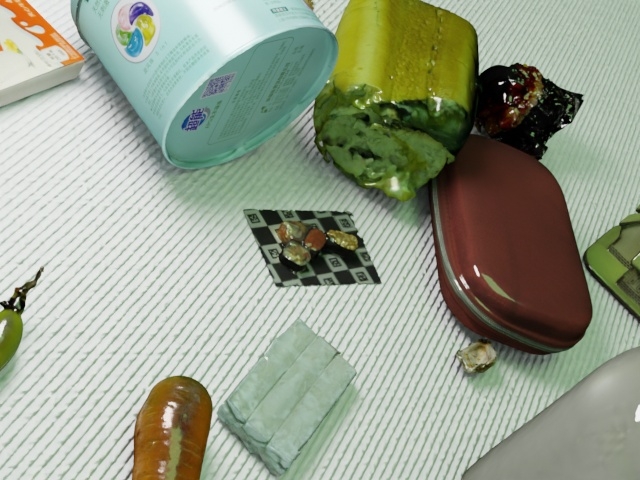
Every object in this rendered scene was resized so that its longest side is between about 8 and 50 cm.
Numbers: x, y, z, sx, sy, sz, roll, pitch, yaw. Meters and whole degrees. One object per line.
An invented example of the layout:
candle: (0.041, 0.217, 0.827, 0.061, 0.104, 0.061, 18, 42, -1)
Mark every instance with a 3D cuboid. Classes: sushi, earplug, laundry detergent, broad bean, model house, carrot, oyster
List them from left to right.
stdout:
broad bean: (-0.387, 0.141, 1.130, 0.075, 0.067, 0.325, 64, 34, -17)
carrot: (-0.166, 0.236, 1.188, 0.087, 0.087, 0.193, 24, 44, -17)
laundry detergent: (-0.174, -0.304, 1.532, 0.287, 0.287, 0.305, -18, 65, -45)
sushi: (0.000, 0.000, 1.576, 0.201, 0.031, 0.139, -1, 53, -38)
oyster: (0.227, 0.169, 1.587, 0.051, 0.034, 0.093, 37, 34, 31)
sushi: (0.352, -0.246, 1.985, 0.150, 0.153, 0.172, 47, 56, -21)
earplug: (0.384, 0.297, 1.306, 0.313, 0.394, 0.312, 21, 41, -20)
model house: (0.629, -0.003, 1.868, 0.218, 0.278, 0.205, 46, 42, 11)

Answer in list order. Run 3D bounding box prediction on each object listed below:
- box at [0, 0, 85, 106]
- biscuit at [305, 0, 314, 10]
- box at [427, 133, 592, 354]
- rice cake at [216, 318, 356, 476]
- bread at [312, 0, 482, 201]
box: (-0.496, -0.285, 1.456, 0.273, 0.048, 0.265, 45, 40, 6)
biscuit: (-0.077, -0.466, 1.971, 0.144, 0.016, 0.203, 15, 46, -26)
box: (0.292, 0.001, 1.734, 0.263, 0.108, 0.404, 21, 41, -20)
rice cake: (-0.035, 0.186, 1.367, 0.124, 0.038, 0.211, 44, 39, 6)
bread: (0.122, -0.244, 1.761, 0.251, 0.208, 0.376, 23, 41, -8)
